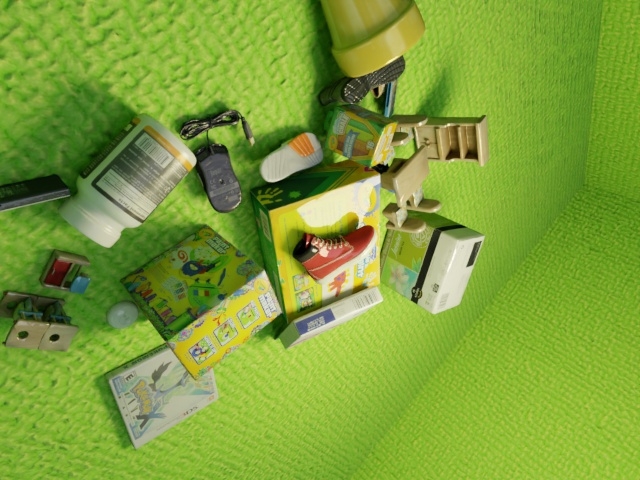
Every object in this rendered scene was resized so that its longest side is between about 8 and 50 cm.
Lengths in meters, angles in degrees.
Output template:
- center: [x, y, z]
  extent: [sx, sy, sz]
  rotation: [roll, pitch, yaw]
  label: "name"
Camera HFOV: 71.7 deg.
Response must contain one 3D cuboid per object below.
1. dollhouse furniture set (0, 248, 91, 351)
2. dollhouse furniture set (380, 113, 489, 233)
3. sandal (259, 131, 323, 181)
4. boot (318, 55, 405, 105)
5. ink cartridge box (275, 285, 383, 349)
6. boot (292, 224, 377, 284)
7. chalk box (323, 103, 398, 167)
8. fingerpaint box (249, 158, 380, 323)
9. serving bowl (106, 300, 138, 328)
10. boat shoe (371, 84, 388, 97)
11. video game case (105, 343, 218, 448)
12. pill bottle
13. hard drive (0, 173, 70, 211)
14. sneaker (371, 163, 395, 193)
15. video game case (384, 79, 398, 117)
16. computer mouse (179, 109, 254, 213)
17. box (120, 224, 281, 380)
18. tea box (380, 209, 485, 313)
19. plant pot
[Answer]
- center: [-0.605, 0.128, 0.982]
  extent: [0.129, 0.129, 0.183]
  rotation: [24, 97, -49]
  label: "dollhouse furniture set"
- center: [0.391, -0.272, 1.554]
  extent: [0.394, 0.257, 0.362]
  rotation: [-47, 132, -33]
  label: "dollhouse furniture set"
- center: [-0.098, -0.243, 1.297]
  extent: [0.265, 0.076, 0.101]
  rotation: [-34, 112, -41]
  label: "sandal"
- center: [0.116, -0.479, 1.306]
  extent: [0.247, 0.161, 0.083]
  rotation: [-36, 119, -16]
  label: "boot"
- center: [0.021, 0.287, 1.580]
  extent: [0.324, 0.071, 0.330]
  rotation: [-21, 164, -23]
  label: "ink cartridge box"
- center: [0.043, 0.005, 1.304]
  extent: [0.244, 0.088, 0.176]
  rotation: [-38, 130, -1]
  label: "boot"
- center: [0.101, -0.328, 1.337]
  extent: [0.132, 0.213, 0.132]
  rotation: [-37, 148, -56]
  label: "chalk box"
- center: [0.000, 0.000, 1.440]
  extent: [0.371, 0.163, 0.444]
  rotation: [-21, 129, -20]
  label: "fingerpaint box"
- center: [-0.526, 0.203, 1.187]
  extent: [0.083, 0.027, 0.083]
  rotation: [-23, 128, -34]
  label: "serving bowl"
- center: [0.165, -0.519, 1.398]
  extent: [0.059, 0.063, 0.170]
  rotation: [-58, 141, -9]
  label: "boat shoe"
- center: [-0.478, 0.463, 1.392]
  extent: [0.300, 0.036, 0.328]
  rotation: [-25, 130, -33]
  label: "video game case"
- center: [-0.424, -0.130, 0.979]
  extent: [0.278, 0.162, 0.162]
  rotation: [-50, 139, -8]
  label: "pill bottle"
- center: [-0.587, -0.096, 0.887]
  extent: [0.135, 0.094, 0.022]
  rotation: [-22, 127, -34]
  label: "hard drive"
- center: [0.243, -0.239, 1.639]
  extent: [0.232, 0.081, 0.090]
  rotation: [14, 109, -48]
  label: "sneaker"
- center: [0.239, -0.498, 1.478]
  extent: [0.119, 0.015, 0.166]
  rotation: [-56, 154, -57]
  label: "video game case"
- center: [-0.252, -0.215, 1.179]
  extent: [0.184, 0.060, 0.262]
  rotation: [-31, 121, -22]
  label: "computer mouse"
- center: [-0.311, 0.147, 1.165]
  extent: [0.279, 0.290, 0.177]
  rotation: [-36, 135, -22]
  label: "box"
- center: [0.445, 0.072, 1.847]
  extent: [0.220, 0.324, 0.328]
  rotation: [-7, 118, -43]
  label: "tea box"
- center: [0.115, -0.608, 1.175]
  extent: [0.254, 0.254, 0.239]
  rotation: [-46, 122, -14]
  label: "plant pot"
